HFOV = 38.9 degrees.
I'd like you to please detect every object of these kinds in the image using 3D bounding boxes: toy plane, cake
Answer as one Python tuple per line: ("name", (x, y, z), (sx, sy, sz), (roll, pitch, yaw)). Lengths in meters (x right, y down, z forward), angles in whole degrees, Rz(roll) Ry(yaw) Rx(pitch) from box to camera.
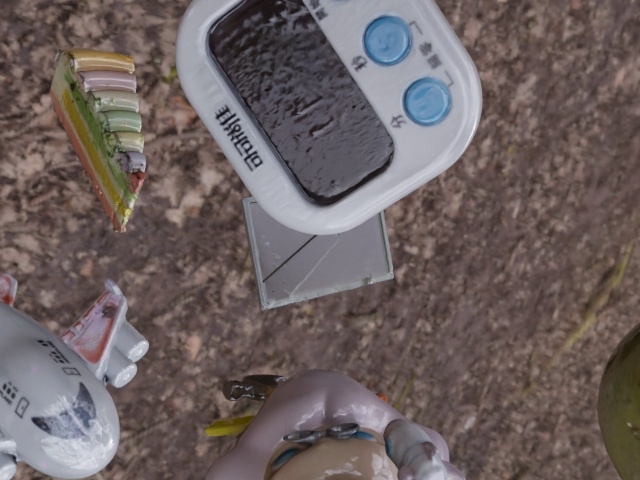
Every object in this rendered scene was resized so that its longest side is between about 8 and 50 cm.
("toy plane", (-0.291, 0.128, 0.881), (0.252, 0.252, 0.118), (-46, 164, -29))
("cake", (-0.252, -0.132, 1.123), (0.090, 0.225, 0.109), (-14, 157, -37))

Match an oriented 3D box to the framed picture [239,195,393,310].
("framed picture", (0.000, 0.000, 1.655), (0.281, 0.019, 0.209), (-10, 95, -25))

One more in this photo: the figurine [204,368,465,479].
("figurine", (0.009, 0.134, 0.489), (0.137, 0.229, 0.112), (-17, 100, -8))

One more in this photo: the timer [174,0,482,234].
("timer", (0.007, -0.151, 0.839), (0.262, 0.237, 0.087), (57, 20, -4))

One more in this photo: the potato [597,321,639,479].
("potato", (0.306, 0.125, 0.609), (0.178, 0.235, 0.160), (-68, 173, 32))
